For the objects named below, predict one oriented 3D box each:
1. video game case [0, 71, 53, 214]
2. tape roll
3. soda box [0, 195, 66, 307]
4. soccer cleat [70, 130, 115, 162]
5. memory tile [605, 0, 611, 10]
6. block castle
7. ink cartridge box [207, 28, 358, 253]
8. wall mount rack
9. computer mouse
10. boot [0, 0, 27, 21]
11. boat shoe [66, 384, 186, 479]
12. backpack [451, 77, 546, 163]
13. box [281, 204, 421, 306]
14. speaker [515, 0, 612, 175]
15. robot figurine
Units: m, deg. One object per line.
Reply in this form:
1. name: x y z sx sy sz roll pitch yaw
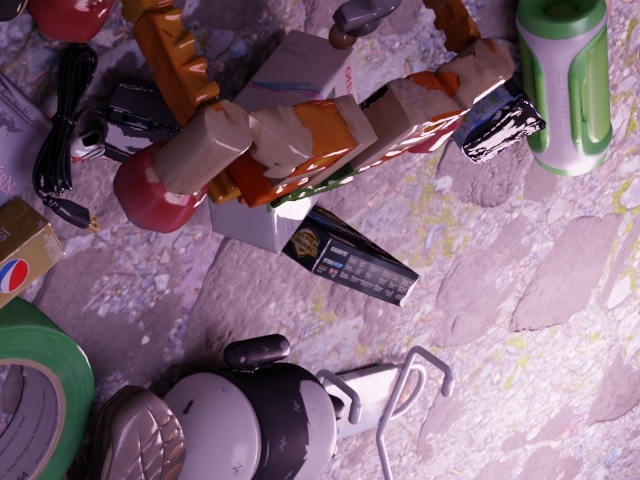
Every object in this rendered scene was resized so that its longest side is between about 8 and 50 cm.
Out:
1. video game case: -0.395 -0.050 1.659 0.274 0.026 0.196 -49 146 -5
2. tape roll: -0.402 0.212 1.832 0.321 0.077 0.321 -30 139 -30
3. soda box: -0.356 0.039 1.706 0.181 0.061 0.058 -41 144 -18
4. soccer cleat: -0.237 -0.104 1.792 0.083 0.029 0.035 -8 140 -41
5. memory tile: 0.394 -0.361 2.329 0.148 0.012 0.113 -53 146 1
6. block castle: -0.047 -0.196 1.696 0.453 0.303 0.213 -19 168 -40
7. ink cartridge box: -0.042 -0.116 1.903 0.212 0.093 0.154 -56 155 -36
8. wall mount rack: 0.056 0.312 2.412 0.350 0.130 0.304 -10 127 -44
9. computer mouse: -0.198 -0.089 1.778 0.262 0.060 0.184 25 78 -55
10. boot: -0.286 -0.253 1.490 0.077 0.137 0.198 -10 136 -14
11. boat shoe: -0.255 0.295 2.024 0.132 0.130 0.355 -36 149 -35
12. backpack: 0.228 -0.166 2.233 0.114 0.084 0.105 -39 145 7
13. box: 0.000 0.000 2.035 0.220 0.175 0.051 22 101 -54
14. speaker: 0.338 -0.226 2.282 0.131 0.131 0.296 -39 143 -21
15. robot figurine: -0.094 0.246 2.148 0.174 0.209 0.278 -31 162 37
